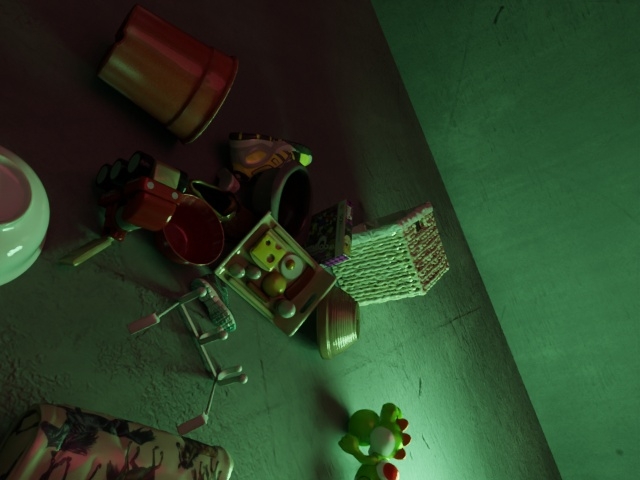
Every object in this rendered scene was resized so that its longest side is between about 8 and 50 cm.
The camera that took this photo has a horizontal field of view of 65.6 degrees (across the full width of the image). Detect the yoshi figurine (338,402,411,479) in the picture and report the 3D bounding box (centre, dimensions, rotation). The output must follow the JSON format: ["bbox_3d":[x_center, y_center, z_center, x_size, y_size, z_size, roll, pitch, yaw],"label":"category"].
[{"bbox_3d":[0.136,0.659,1.475,0.202,0.204,0.362,20,61,2],"label":"yoshi figurine"}]

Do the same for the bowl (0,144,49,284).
[{"bbox_3d":[-0.602,-0.069,0.862,0.297,0.134,0.298,31,48,-41],"label":"bowl"}]

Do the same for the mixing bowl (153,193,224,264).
[{"bbox_3d":[-0.339,-0.013,1.220,0.181,0.098,0.182,31,48,-42],"label":"mixing bowl"}]

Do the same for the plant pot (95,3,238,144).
[{"bbox_3d":[-0.395,-0.428,1.257,0.265,0.272,0.273,29,49,-32],"label":"plant pot"}]

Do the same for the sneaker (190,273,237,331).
[{"bbox_3d":[-0.257,0.154,1.274,0.167,0.065,0.076,61,31,-12],"label":"sneaker"}]

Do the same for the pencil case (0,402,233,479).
[{"bbox_3d":[-0.363,0.414,0.879,0.410,0.184,0.160,33,9,-35],"label":"pencil case"}]

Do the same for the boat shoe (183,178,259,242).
[{"bbox_3d":[-0.264,-0.076,1.353,0.307,0.104,0.111,22,53,-47],"label":"boat shoe"}]

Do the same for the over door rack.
[{"bbox_3d":[-0.261,0.234,1.078,0.324,0.108,0.240,-54,119,-85],"label":"over door rack"}]

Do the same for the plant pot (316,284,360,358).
[{"bbox_3d":[0.062,0.245,1.526,0.237,0.109,0.238,-2,90,-80],"label":"plant pot"}]

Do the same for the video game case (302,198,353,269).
[{"bbox_3d":[0.000,0.000,1.560,0.041,0.232,0.210,36,46,-36],"label":"video game case"}]

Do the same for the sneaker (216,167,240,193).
[{"bbox_3d":[-0.257,-0.157,1.423,0.070,0.051,0.134,54,2,-32],"label":"sneaker"}]

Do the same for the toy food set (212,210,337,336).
[{"bbox_3d":[-0.117,0.094,1.370,0.220,0.092,0.306,-50,120,-12],"label":"toy food set"}]

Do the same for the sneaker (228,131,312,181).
[{"bbox_3d":[-0.164,-0.259,1.603,0.384,0.145,0.147,-6,106,-57],"label":"sneaker"}]

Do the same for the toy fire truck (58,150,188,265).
[{"bbox_3d":[-0.419,-0.050,1.049,0.158,0.217,0.247,25,67,-45],"label":"toy fire truck"}]

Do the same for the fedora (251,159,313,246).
[{"bbox_3d":[-0.124,-0.109,1.501,0.243,0.124,0.276,-36,132,-55],"label":"fedora"}]

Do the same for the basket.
[{"bbox_3d":[0.242,0.052,1.790,0.328,0.331,0.267,-27,100,-56],"label":"basket"}]
